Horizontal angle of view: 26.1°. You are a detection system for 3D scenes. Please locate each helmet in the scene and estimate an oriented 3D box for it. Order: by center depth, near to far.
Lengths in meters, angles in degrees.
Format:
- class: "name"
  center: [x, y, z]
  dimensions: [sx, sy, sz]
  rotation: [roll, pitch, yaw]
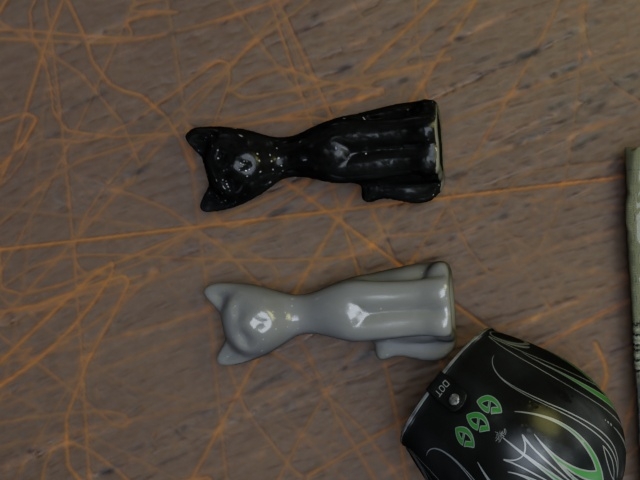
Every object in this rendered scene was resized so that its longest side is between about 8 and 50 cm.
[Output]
- class: "helmet"
  center: [0.162, 0.164, 1.098]
  dimensions: [0.161, 0.169, 0.169]
  rotation: [38, 92, 16]

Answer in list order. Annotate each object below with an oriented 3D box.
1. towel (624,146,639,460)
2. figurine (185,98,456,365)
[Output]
- class: "towel"
  center: [0.411, 0.066, 1.149]
  dimensions: [0.312, 0.056, 0.324]
  rotation: [-2, 94, 3]
- class: "figurine"
  center: [0.000, 0.000, 1.130]
  dimensions: [0.209, 0.092, 0.215]
  rotation: [-4, 93, 8]
